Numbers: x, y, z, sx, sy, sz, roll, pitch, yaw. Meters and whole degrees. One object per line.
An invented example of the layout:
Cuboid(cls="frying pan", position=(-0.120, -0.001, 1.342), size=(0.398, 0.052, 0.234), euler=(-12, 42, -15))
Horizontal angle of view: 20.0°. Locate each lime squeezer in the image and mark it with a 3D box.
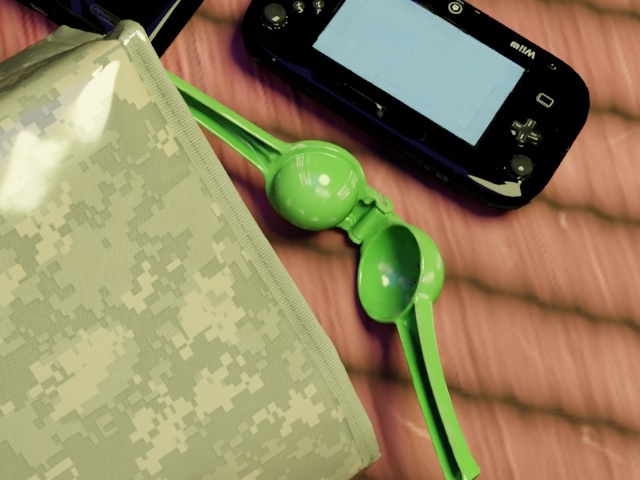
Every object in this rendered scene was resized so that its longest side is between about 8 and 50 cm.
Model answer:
Cuboid(cls="lime squeezer", position=(0.000, 0.000, 0.995), size=(0.110, 0.059, 0.310), euler=(-30, 75, -39))

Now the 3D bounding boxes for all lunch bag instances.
Cuboid(cls="lunch bag", position=(-0.131, 0.068, 0.912), size=(0.235, 0.169, 0.287), euler=(-35, 107, -17))

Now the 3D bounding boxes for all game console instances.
Cuboid(cls="game console", position=(-0.004, -0.155, 1.064), size=(0.361, 0.044, 0.213), euler=(32, 73, 5))
